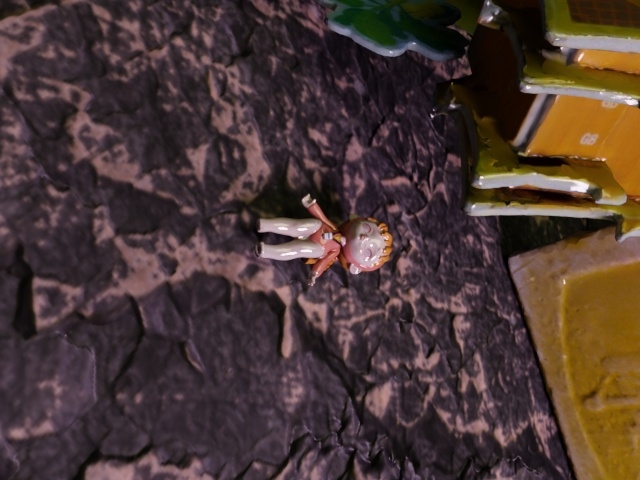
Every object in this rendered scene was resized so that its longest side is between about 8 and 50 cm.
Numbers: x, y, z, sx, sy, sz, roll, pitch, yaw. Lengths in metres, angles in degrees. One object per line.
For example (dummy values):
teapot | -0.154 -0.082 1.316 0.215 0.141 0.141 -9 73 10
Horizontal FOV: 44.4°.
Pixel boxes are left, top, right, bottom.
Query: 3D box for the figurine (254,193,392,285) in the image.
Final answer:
figurine | 0.000 0.000 0.542 0.109 0.047 0.064 4 79 -36

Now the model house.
model house | 0.165 -0.179 0.577 0.357 0.243 0.312 40 43 20

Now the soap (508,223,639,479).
soap | 0.303 0.134 0.699 0.091 0.199 0.315 -10 83 -43
